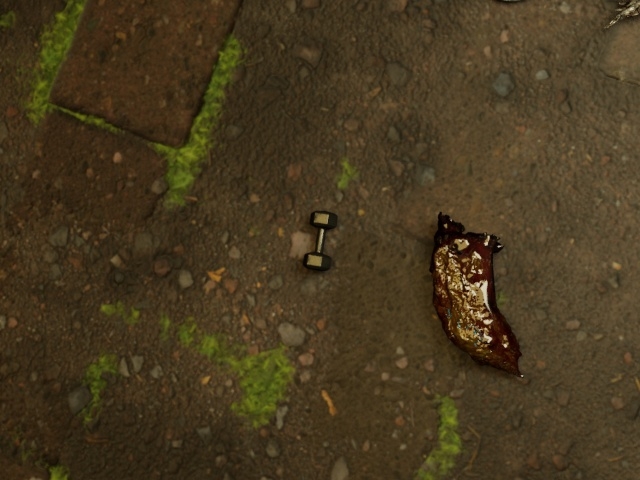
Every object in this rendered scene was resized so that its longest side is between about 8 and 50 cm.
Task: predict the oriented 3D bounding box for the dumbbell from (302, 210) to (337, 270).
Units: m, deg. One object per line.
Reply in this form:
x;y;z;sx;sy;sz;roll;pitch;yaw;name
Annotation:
0.000;0.000;1.383;0.040;0.036;0.083;8;86;14;dumbbell

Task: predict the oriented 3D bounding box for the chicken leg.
0.200;0.073;1.317;0.105;0.063;0.234;-11;84;17;chicken leg

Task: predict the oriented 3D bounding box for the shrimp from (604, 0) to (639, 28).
0.434;-0.335;1.305;0.165;0.056;0.065;-36;93;-2;shrimp
